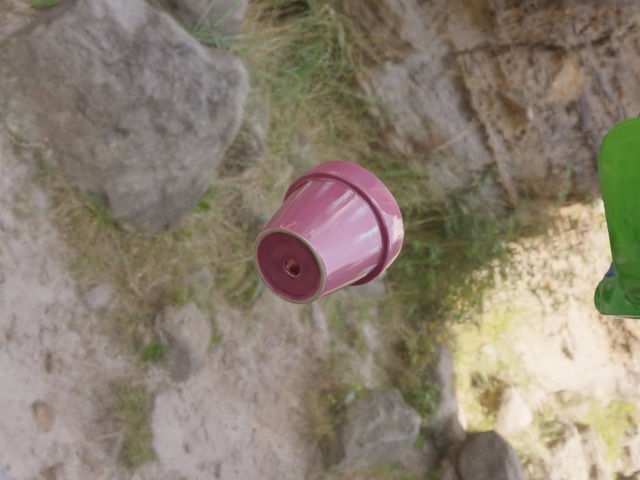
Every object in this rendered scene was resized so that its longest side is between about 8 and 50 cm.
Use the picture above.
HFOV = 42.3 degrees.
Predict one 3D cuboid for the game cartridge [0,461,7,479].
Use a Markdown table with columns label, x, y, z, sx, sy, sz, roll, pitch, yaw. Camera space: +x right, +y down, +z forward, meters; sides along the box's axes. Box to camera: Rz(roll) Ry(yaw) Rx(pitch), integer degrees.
| label | x | y | z | sx | sy | sz | roll | pitch | yaw |
| --- | --- | --- | --- | --- | --- | --- | --- | --- | --- |
| game cartridge | -0.447 | 0.277 | 1.014 | 0.196 | 0.060 | 0.294 | 61 | -15 | -24 |

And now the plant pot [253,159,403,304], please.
| label | x | y | z | sx | sy | sz | roll | pitch | yaw |
| --- | --- | --- | --- | --- | --- | --- | --- | --- | --- |
| plant pot | 0.000 | 0.000 | 1.269 | 0.180 | 0.201 | 0.201 | -38 | 116 | -48 |

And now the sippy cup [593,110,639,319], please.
| label | x | y | z | sx | sy | sz | roll | pitch | yaw |
| --- | --- | --- | --- | --- | --- | --- | --- | --- | --- |
| sippy cup | 0.362 | -0.038 | 0.706 | 0.305 | 0.240 | 0.223 | 17 | 75 | -71 |
